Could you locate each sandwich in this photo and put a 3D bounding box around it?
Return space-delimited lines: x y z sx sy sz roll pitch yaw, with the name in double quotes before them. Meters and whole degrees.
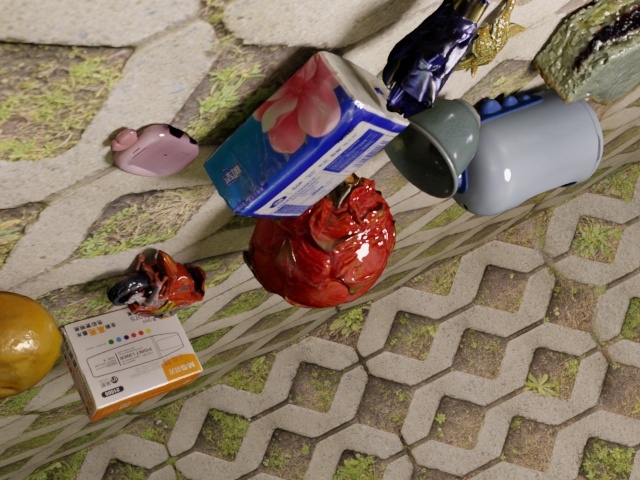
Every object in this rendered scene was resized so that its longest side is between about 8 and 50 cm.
"sandwich" 0.601 -0.393 1.303 0.325 0.131 0.262 -10 158 -44

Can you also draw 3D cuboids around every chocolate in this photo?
"chocolate" 0.186 -0.306 0.856 0.126 0.148 0.343 -5 147 -36

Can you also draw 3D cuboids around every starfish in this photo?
"starfish" 0.298 -0.346 1.123 0.176 0.053 0.208 -32 173 -21

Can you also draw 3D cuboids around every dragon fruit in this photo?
"dragon fruit" 0.000 0.000 1.289 0.277 0.277 0.342 -14 150 -39

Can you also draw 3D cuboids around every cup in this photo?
"cup" 0.237 -0.203 1.265 0.150 0.199 0.199 -42 168 -15

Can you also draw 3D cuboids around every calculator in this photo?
"calculator" -0.240 -0.129 0.940 0.103 0.024 0.166 -33 165 18

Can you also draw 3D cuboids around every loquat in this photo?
"loquat" -0.563 0.174 1.095 0.234 0.176 0.187 1 110 -26

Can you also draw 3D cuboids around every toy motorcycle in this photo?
"toy motorcycle" -0.338 0.101 1.383 0.171 0.089 0.298 -29 164 0

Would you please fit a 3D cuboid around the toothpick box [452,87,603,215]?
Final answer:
"toothpick box" 0.426 -0.204 1.460 0.355 0.263 0.263 -21 163 -20

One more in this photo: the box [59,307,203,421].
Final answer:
"box" -0.441 0.268 1.504 0.274 0.220 0.091 -17 157 -41

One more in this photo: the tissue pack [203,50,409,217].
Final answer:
"tissue pack" -0.023 -0.158 1.019 0.270 0.137 0.209 -39 161 26
